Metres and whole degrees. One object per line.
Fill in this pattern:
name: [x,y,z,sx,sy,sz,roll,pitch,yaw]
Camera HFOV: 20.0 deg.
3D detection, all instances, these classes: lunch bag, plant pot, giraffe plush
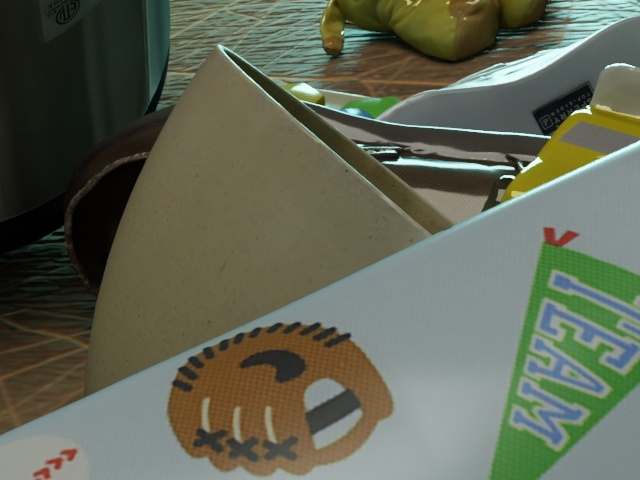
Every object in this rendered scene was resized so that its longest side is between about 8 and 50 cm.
lunch bag: [0.062,0.202,0.425,0.328,0.239,0.385,-23,71,-19]
plant pot: [0.008,0.078,0.775,0.191,0.284,0.284,-50,29,5]
giraffe plush: [0.074,-0.254,1.434,0.210,0.170,0.181,1,30,26]

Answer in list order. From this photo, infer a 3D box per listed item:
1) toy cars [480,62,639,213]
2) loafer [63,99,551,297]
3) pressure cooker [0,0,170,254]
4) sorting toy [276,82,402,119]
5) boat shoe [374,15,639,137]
toy cars: [0.231,-0.017,0.816,0.394,0.087,0.176,6,16,-29]
loafer: [0.000,0.000,1.022,0.366,0.133,0.130,0,30,25]
pressure cooker: [-0.283,-0.182,1.221,0.370,0.420,0.375,-11,60,-9]
sorting toy: [-0.019,-0.062,1.255,0.208,0.038,0.193,7,33,35]
boat shoe: [0.118,-0.065,1.165,0.258,0.095,0.084,-20,-1,-19]
